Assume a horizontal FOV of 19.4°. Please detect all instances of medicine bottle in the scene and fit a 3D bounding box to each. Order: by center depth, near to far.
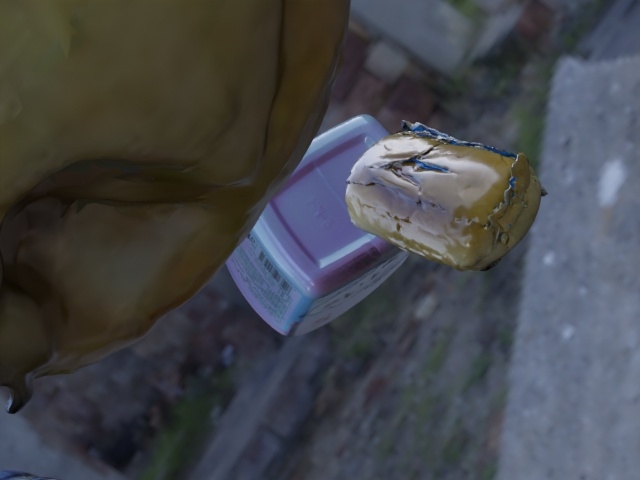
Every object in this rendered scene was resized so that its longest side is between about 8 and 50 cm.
[{"bbox_3d":[0.000,0.000,1.288,0.119,0.094,0.188,-34,-8,-17],"label":"medicine bottle"}]

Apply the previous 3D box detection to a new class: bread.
[{"bbox_3d":[0.064,-0.025,0.997,0.106,0.053,0.072,21,66,45],"label":"bread"}]

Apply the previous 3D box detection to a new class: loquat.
[{"bbox_3d":[-0.111,-0.077,0.548,0.244,0.244,0.244,-53,10,13],"label":"loquat"}]

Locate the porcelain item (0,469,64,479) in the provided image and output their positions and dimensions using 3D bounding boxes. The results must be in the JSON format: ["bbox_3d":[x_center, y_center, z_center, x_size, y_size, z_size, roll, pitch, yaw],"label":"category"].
[{"bbox_3d":[-0.124,0.243,0.872,0.186,0.288,0.138,-9,-23,-45],"label":"porcelain item"}]
